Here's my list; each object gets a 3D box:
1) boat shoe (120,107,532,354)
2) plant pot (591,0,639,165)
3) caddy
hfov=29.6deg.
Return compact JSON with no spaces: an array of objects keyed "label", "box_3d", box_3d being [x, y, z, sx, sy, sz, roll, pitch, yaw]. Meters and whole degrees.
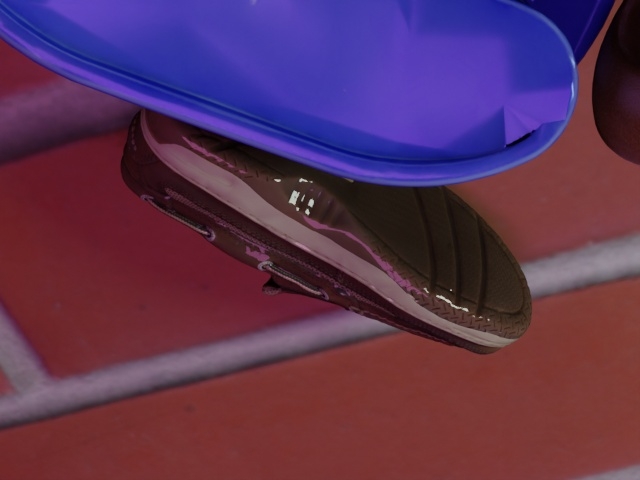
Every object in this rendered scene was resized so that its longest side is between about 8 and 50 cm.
[{"label":"boat shoe","box_3d":[0.002,-0.006,0.707,0.257,0.095,0.095,33,135,-13]},{"label":"plant pot","box_3d":[0.217,-0.119,0.517,0.236,0.236,0.032,-29,115,21]},{"label":"caddy","box_3d":[-0.013,-0.163,0.534,0.341,0.179,0.241,20,103,-9]}]
